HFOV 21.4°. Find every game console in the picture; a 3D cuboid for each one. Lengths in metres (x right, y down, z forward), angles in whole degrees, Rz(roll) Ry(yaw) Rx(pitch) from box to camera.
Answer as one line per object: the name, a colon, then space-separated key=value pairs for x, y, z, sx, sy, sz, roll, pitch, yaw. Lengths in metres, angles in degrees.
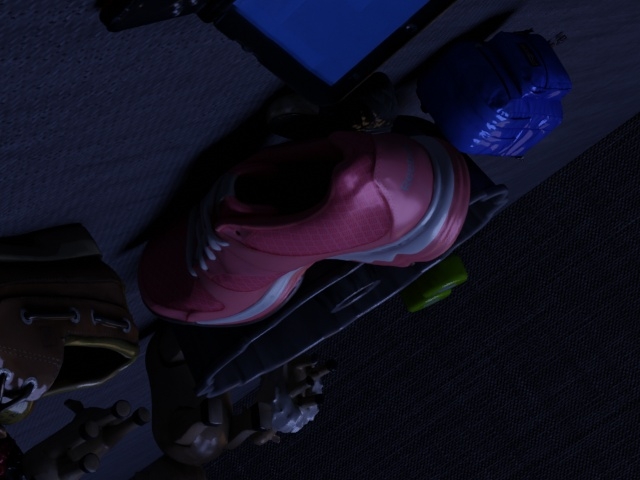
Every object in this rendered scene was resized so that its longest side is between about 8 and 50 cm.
game console: x=-0.007 y=-0.120 z=0.776 sx=0.144 sy=0.085 sz=0.124 roll=-39 pitch=172 yaw=35

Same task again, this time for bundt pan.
bundt pan: x=0.000 y=0.000 z=1.503 sx=0.331 sy=0.124 sz=0.331 roll=-32 pitch=171 yaw=-6

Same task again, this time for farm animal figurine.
farm animal figurine: x=-0.159 y=0.213 z=1.832 sx=0.172 sy=0.330 sz=0.326 roll=-29 pitch=-139 yaw=43

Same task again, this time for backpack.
backpack: x=0.146 y=-0.131 z=1.449 sx=0.120 sy=0.098 sz=0.101 roll=-7 pitch=146 yaw=-48

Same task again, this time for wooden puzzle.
wooden puzzle: x=0.223 y=-0.191 z=1.780 sx=0.083 sy=0.006 sz=0.049 roll=-34 pitch=174 yaw=-1

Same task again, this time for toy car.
toy car: x=0.026 y=0.013 z=1.713 sx=0.188 sy=0.155 sz=0.149 roll=-23 pitch=171 yaw=-13

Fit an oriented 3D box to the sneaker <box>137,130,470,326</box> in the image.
sneaker: x=-0.046 y=-0.023 z=1.262 sx=0.314 sy=0.116 sz=0.136 roll=-21 pitch=153 yaw=38

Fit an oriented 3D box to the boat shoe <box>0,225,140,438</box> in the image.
boat shoe: x=-0.208 y=0.066 z=1.058 sx=0.111 sy=0.104 sz=0.307 roll=-38 pitch=173 yaw=29

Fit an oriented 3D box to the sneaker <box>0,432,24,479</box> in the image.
sneaker: x=-0.409 y=0.282 z=1.676 sx=0.125 sy=0.104 sz=0.262 roll=-37 pitch=173 yaw=39

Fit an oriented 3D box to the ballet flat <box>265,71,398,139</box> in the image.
ballet flat: x=0.006 y=-0.100 z=1.250 sx=0.057 sy=0.049 sz=0.173 roll=-6 pitch=-179 yaw=26
